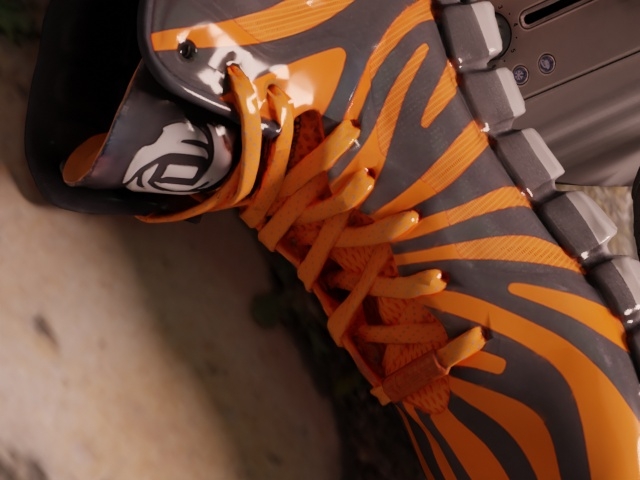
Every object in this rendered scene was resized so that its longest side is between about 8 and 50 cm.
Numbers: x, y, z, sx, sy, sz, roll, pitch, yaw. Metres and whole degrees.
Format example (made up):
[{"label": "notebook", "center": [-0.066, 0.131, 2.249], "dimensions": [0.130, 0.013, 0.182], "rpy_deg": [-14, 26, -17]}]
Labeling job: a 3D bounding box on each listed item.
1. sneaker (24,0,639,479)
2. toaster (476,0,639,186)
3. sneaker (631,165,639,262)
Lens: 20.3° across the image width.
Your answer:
[{"label": "sneaker", "center": [0.000, 0.000, 0.615], "dimensions": [0.180, 0.124, 0.321], "rpy_deg": [-9, 68, -43]}, {"label": "toaster", "center": [0.170, -0.102, 0.797], "dimensions": [0.227, 0.146, 0.129], "rpy_deg": [-2, 75, -46]}, {"label": "sneaker", "center": [0.195, 0.102, 0.749], "dimensions": [0.281, 0.106, 0.162], "rpy_deg": [56, 47, -24]}]
